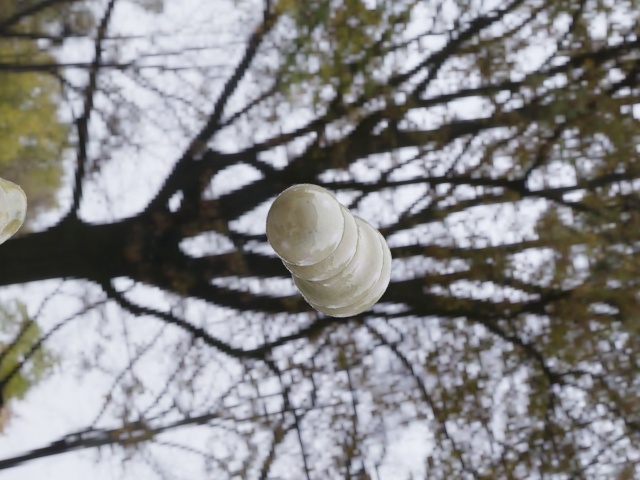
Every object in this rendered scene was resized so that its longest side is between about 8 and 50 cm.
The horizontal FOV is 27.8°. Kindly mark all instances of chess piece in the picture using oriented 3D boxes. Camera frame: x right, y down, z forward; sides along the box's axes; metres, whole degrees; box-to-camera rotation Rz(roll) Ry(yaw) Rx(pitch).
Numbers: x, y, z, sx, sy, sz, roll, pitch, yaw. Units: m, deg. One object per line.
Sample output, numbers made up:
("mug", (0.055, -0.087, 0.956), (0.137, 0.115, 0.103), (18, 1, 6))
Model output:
("chess piece", (0.000, 0.000, 1.140), (0.094, 0.094, 0.170), (68, 8, 25))

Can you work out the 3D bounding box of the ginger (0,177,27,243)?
("ginger", (-0.391, 0.079, 0.941), (0.122, 0.348, 0.363), (3, -103, 46))
